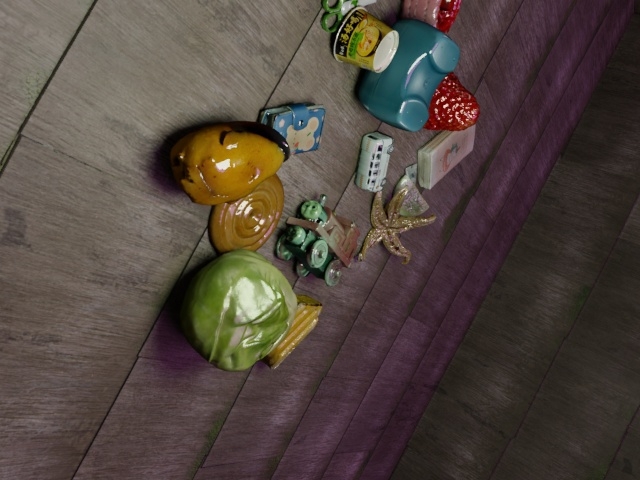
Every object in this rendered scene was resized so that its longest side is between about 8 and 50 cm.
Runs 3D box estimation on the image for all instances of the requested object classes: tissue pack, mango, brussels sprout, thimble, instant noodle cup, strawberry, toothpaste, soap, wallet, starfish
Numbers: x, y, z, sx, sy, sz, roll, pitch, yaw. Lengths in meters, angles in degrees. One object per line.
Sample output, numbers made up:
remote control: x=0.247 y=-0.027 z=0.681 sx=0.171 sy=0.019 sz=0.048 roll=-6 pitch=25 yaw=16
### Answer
tissue pack: x=0.490 y=-0.349 z=2.226 sx=0.325 sy=0.071 sz=0.170 roll=-40 pitch=140 yaw=-31
mango: x=-0.207 y=-0.172 z=1.289 sx=0.287 sy=0.153 sz=0.201 roll=-11 pitch=119 yaw=-52
brussels sprout: x=-0.211 y=0.184 z=1.465 sx=0.328 sy=0.247 sz=0.328 roll=-32 pitch=143 yaw=-29
thimble: x=0.324 y=-0.692 z=1.687 sx=0.163 sy=0.125 sz=0.189 roll=-7 pitch=119 yaw=-56
instant noodle cup: x=0.124 y=-0.516 z=1.512 sx=0.151 sy=0.122 sz=0.151 roll=-47 pitch=160 yaw=-23
strawberry: x=0.408 y=-0.443 z=1.877 sx=0.205 sy=0.244 sz=0.205 roll=-35 pitch=142 yaw=-33
toothpaste: x=0.333 y=-0.182 z=2.160 sx=0.064 sy=0.041 sz=0.218 roll=-24 pitch=129 yaw=-32
soap: x=-0.101 y=0.268 z=1.832 sx=0.257 sy=0.080 sz=0.160 roll=-44 pitch=145 yaw=-28
wallet: x=-0.075 y=-0.283 z=1.484 sx=0.202 sy=0.059 sz=0.141 roll=-21 pitch=136 yaw=-44
tissue pack: x=0.235 y=-0.470 z=1.632 sx=0.198 sy=0.206 sz=0.287 roll=6 pitch=114 yaw=-55
starfish: x=0.249 y=-0.038 z=2.079 sx=0.327 sy=0.094 sz=0.375 roll=-43 pitch=130 yaw=-3

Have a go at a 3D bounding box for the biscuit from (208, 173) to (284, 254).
biscuit: x=-0.184 y=-0.070 z=1.508 sx=0.262 sy=0.037 sz=0.262 roll=-33 pitch=138 yaw=-37

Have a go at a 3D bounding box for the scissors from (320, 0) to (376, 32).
scissors: x=0.076 y=-0.604 z=1.490 sx=0.204 sy=0.027 sz=0.101 roll=-31 pitch=141 yaw=-38

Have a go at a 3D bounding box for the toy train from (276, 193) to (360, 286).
toy train: x=0.000 y=0.000 z=1.736 sx=0.221 sy=0.150 sz=0.304 roll=-65 pitch=148 yaw=-16

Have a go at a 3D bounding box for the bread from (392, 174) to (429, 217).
bread: x=0.324 y=-0.143 z=2.132 sx=0.112 sy=0.036 sz=0.193 roll=-43 pitch=128 yaw=-1

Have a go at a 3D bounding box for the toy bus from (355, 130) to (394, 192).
toy bus: x=0.166 y=-0.245 z=1.833 sx=0.089 sy=0.087 sz=0.193 roll=-16 pitch=126 yaw=-41
